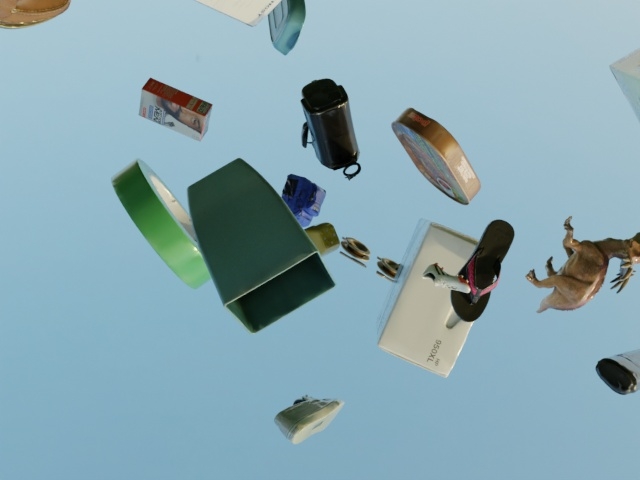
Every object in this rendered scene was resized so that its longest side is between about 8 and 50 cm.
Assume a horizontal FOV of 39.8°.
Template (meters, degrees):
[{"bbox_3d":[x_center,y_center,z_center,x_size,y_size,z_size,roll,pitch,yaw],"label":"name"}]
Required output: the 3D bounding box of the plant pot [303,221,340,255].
[{"bbox_3d":[0.000,0.000,2.109,0.082,0.081,0.083,-23,-178,-37],"label":"plant pot"}]

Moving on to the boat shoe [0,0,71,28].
[{"bbox_3d":[-0.534,-0.408,1.430,0.307,0.110,0.104,-10,-174,-41],"label":"boat shoe"}]

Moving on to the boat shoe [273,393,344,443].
[{"bbox_3d":[-0.024,0.366,1.899,0.081,0.079,0.227,40,-161,19],"label":"boat shoe"}]

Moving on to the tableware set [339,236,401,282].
[{"bbox_3d":[0.142,0.042,2.276,0.194,0.039,0.128,29,-161,-6],"label":"tableware set"}]

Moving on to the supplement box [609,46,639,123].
[{"bbox_3d":[0.492,-0.159,1.027,0.194,0.195,0.356,-29,-172,15],"label":"supplement box"}]

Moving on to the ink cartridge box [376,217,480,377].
[{"bbox_3d":[0.248,0.109,1.952,0.166,0.285,0.395,23,-177,2],"label":"ink cartridge box"}]

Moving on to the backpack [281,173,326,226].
[{"bbox_3d":[-0.050,-0.094,2.224,0.101,0.120,0.098,18,172,40],"label":"backpack"}]

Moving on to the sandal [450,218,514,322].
[{"bbox_3d":[0.266,0.048,1.445,0.067,0.179,0.040,25,178,-11],"label":"sandal"}]

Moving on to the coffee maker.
[{"bbox_3d":[0.033,-0.263,2.046,0.120,0.178,0.171,-40,-128,-19],"label":"coffee maker"}]

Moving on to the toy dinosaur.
[{"bbox_3d":[0.595,0.079,1.977,0.200,0.295,0.127,41,-161,24],"label":"toy dinosaur"}]

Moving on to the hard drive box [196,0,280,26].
[{"bbox_3d":[-0.099,-0.392,1.160,0.089,0.181,0.232,52,-163,12],"label":"hard drive box"}]

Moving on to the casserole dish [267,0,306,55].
[{"bbox_3d":[-0.073,-0.463,1.810,0.037,0.114,0.188,15,-135,-23],"label":"casserole dish"}]

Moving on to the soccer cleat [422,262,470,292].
[{"bbox_3d":[0.198,0.064,1.393,0.083,0.029,0.036,32,-123,34],"label":"soccer cleat"}]

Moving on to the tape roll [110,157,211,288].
[{"bbox_3d":[-0.348,-0.038,2.016,0.077,0.321,0.321,-37,-137,-1],"label":"tape roll"}]

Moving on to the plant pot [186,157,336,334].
[{"bbox_3d":[-0.113,-0.004,1.441,0.166,0.165,0.234,-31,-114,-1],"label":"plant pot"}]

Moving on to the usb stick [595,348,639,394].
[{"bbox_3d":[0.560,0.230,1.575,0.077,0.045,0.278,39,-161,28],"label":"usb stick"}]

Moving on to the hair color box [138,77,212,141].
[{"bbox_3d":[-0.351,-0.316,2.141,0.167,0.093,0.053,22,-130,1],"label":"hair color box"}]

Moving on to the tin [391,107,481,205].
[{"bbox_3d":[0.166,-0.117,1.244,0.040,0.189,0.106,-45,-129,-3],"label":"tin"}]
